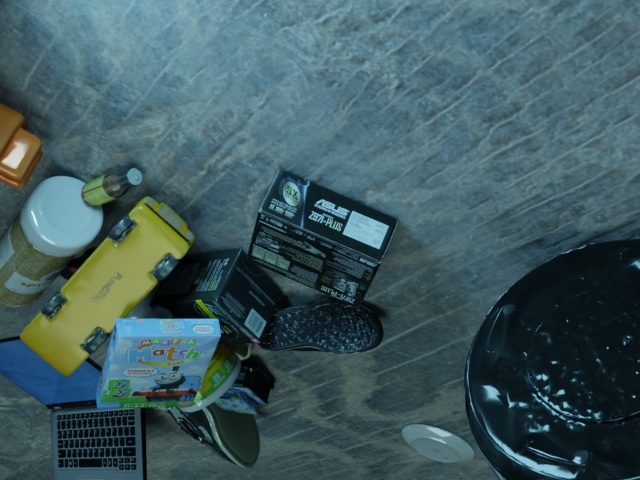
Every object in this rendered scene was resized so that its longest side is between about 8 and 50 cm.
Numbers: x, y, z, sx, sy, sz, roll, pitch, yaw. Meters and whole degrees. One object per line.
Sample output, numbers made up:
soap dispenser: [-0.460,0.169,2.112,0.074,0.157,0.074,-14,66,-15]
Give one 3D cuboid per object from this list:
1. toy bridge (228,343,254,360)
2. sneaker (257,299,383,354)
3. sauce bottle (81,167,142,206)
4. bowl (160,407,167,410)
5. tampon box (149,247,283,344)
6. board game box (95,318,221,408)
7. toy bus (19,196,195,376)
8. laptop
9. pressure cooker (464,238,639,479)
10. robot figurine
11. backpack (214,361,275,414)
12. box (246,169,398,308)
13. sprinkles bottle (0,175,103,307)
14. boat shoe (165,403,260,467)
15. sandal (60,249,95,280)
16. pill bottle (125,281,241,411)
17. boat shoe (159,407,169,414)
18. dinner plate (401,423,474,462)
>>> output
toy bridge: [-0.156,0.190,1.990,0.063,0.026,0.188,35,148,-20]
sneaker: [0.004,0.139,1.777,0.234,0.084,0.097,0,174,30]
sauce bottle: [-0.313,-0.081,1.664,0.128,0.042,0.042,-12,134,47]
bowl: [-0.336,0.283,2.231,0.142,0.053,0.142,26,148,-4]
tampon box: [-0.167,0.094,1.775,0.161,0.101,0.120,-8,137,42]
board game box: [-0.260,0.196,1.745,0.160,0.039,0.211,2,140,-21]
toy bus: [-0.329,0.069,1.727,0.108,0.130,0.332,42,111,-7]
laptop: [-0.592,0.425,2.463,0.236,0.408,0.382,5,168,-43]
pressure cooker: [0.398,0.255,1.369,0.369,0.376,0.420,-2,140,32]
robot figurine: [-0.518,-0.156,1.607,0.219,0.158,0.128,27,110,-5]
backpack: [-0.160,0.271,2.051,0.114,0.084,0.105,8,157,28]
box: [0.000,0.000,1.537,0.180,0.078,0.147,23,149,3]
sprinkles bottle: [-0.469,0.010,1.836,0.121,0.121,0.355,33,149,-15]
boat shoe: [-0.238,0.320,2.134,0.113,0.127,0.340,-12,132,30]
sandal: [-0.415,0.058,1.950,0.067,0.040,0.179,41,145,-26]
pill bottle: [-0.260,0.165,1.896,0.136,0.136,0.246,-15,120,47]
boat shoe: [-0.272,0.363,2.308,0.152,0.056,0.049,21,144,6]
dinner plate: [0.214,0.381,2.038,0.141,0.017,0.141,17,150,10]
